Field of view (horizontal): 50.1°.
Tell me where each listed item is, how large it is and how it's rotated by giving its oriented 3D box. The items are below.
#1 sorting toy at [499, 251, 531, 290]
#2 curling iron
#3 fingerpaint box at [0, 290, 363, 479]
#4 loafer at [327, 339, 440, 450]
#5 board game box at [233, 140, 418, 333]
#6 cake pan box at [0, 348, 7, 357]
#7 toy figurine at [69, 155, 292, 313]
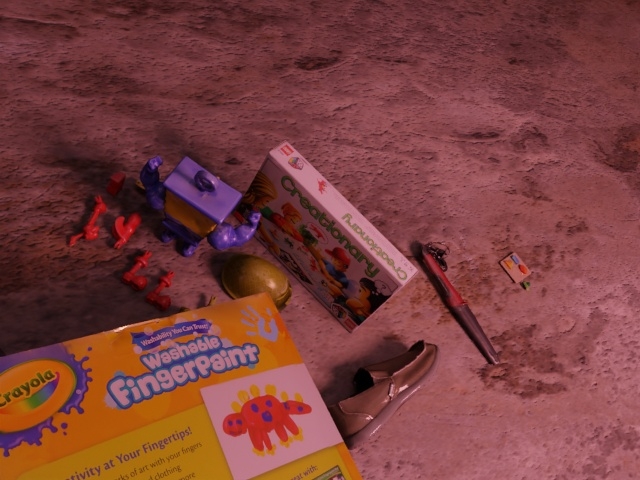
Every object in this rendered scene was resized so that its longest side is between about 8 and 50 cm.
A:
[{"bbox_3d":[0.423,0.067,1.451,0.062,0.012,0.083,-27,74,-37],"label":"sorting toy"},{"bbox_3d":[0.274,0.115,1.329,0.068,0.035,0.274,-15,68,-33],"label":"curling iron"},{"bbox_3d":[-0.183,0.290,0.825,0.445,0.163,0.371,-11,67,-48],"label":"fingerpaint box"},{"bbox_3d":[0.107,0.234,1.130,0.087,0.094,0.251,50,52,4],"label":"loafer"},{"bbox_3d":[0.000,0.000,1.163,0.305,0.193,0.053,44,51,6],"label":"board game box"},{"bbox_3d":[-0.499,0.214,0.814,0.246,0.070,0.267,37,40,6],"label":"cake pan box"},{"bbox_3d":[-0.188,-0.013,1.061,0.363,0.217,0.191,36,51,-1],"label":"toy figurine"}]
